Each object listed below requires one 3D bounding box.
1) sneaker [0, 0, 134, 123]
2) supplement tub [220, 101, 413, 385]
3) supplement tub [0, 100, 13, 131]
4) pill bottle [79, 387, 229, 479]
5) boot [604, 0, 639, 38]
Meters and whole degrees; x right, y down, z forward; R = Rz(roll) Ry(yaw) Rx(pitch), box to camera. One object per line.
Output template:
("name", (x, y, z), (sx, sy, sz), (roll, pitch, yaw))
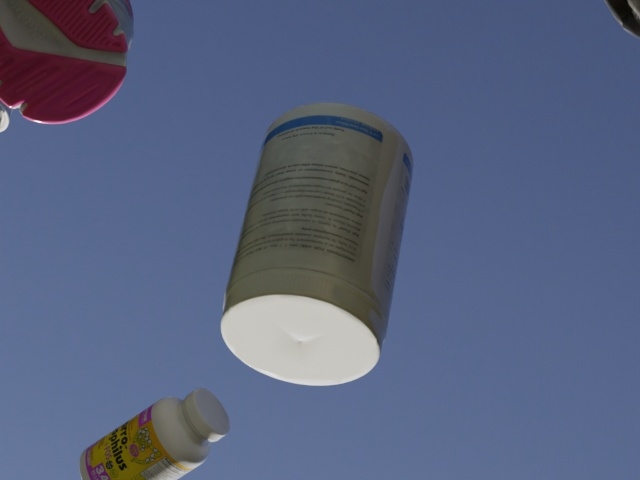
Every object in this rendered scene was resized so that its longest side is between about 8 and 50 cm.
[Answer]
("sneaker", (-0.195, -0.184, 0.899), (0.103, 0.111, 0.252), (-30, -81, 11))
("supplement tub", (0.000, 0.000, 0.677), (0.071, 0.071, 0.107), (6, -128, 8))
("supplement tub", (-0.366, -0.033, 1.202), (0.191, 0.191, 0.272), (21, -109, 8))
("pill bottle", (-0.092, 0.116, 0.885), (0.083, 0.043, 0.043), (-34, -94, 18))
("boot", (0.292, -0.178, 0.705), (0.338, 0.223, 0.118), (-6, -104, -33))
